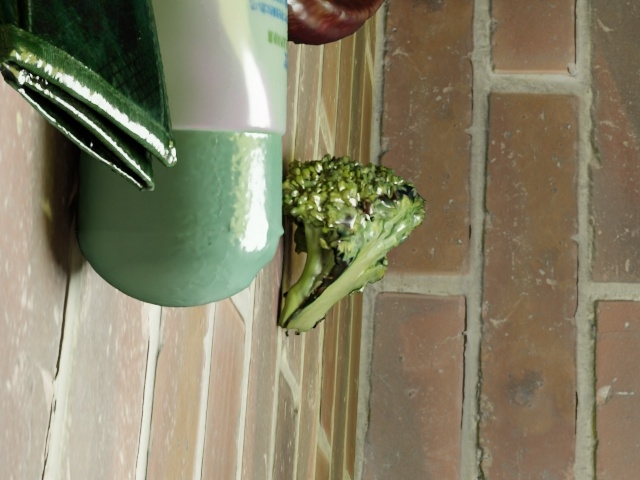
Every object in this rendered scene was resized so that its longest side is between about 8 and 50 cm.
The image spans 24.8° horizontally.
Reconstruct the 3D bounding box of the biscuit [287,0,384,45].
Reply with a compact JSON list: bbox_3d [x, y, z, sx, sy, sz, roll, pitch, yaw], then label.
[{"bbox_3d":[-0.029,-0.376,1.306,0.407,0.091,0.407,-10,90,-68],"label":"biscuit"}]

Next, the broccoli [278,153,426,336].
[{"bbox_3d":[-0.001,-0.017,2.045,0.180,0.273,0.242,46,1,22],"label":"broccoli"}]

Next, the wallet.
[{"bbox_3d":[-0.137,-0.157,0.755,0.160,0.055,0.236,39,31,-60],"label":"wallet"}]

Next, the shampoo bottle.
[{"bbox_3d":[-0.097,-0.128,1.021,0.222,0.151,0.349,-60,150,-88],"label":"shampoo bottle"}]
